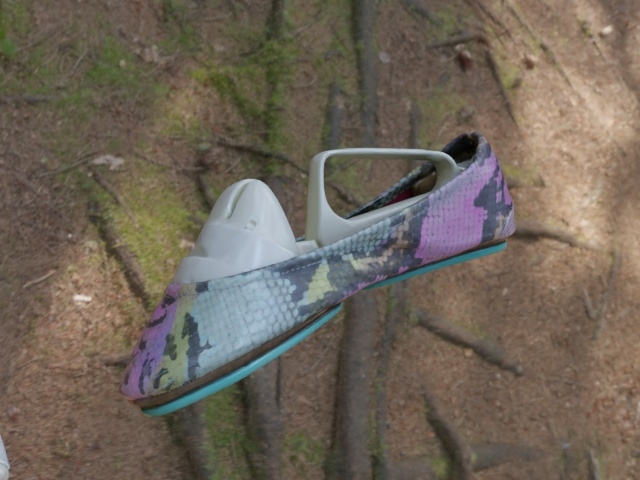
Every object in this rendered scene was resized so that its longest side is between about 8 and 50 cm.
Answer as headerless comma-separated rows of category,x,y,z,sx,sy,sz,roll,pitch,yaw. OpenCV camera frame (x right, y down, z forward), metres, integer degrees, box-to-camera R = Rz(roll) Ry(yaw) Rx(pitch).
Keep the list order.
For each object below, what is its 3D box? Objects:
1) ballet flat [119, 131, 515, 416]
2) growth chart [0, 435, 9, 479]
ballet flat,0.000,0.000,0.365,0.222,0.077,0.079,-23,103,-26
growth chart,-0.318,0.170,0.498,0.237,0.172,0.021,-20,108,-33
